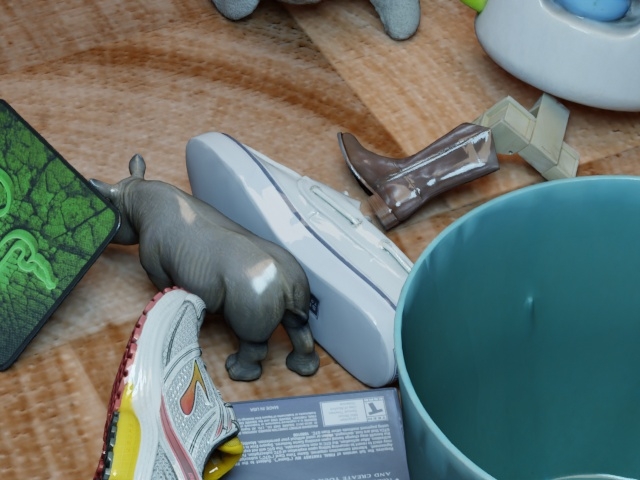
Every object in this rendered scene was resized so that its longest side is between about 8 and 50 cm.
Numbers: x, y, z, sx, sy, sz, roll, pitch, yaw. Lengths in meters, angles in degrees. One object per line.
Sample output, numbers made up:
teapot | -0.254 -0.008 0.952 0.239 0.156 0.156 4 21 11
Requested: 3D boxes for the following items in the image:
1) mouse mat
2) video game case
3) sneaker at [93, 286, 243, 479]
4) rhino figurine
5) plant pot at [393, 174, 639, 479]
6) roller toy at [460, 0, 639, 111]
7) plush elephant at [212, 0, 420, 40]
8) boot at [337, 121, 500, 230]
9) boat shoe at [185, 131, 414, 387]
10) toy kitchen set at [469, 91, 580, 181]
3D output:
mouse mat | -0.246 -0.008 1.448 0.152 0.007 0.189 -51 53 4
video game case | -0.024 0.213 1.264 0.196 0.026 0.274 -5 44 -5
sneaker | -0.100 0.126 1.292 0.092 0.088 0.225 15 44 -10
rhino figurine | -0.099 0.010 1.422 0.243 0.106 0.073 34 52 31
plant pot | 0.189 0.141 1.187 0.293 0.235 0.293 0 43 0
roller toy | 0.239 -0.210 1.598 0.209 0.146 0.191 -2 33 -33
plush elephant | 0.032 -0.301 1.677 0.330 0.255 0.272 22 -7 -22
boot | 0.081 -0.073 1.533 0.114 0.037 0.106 -32 60 4
boat shoe | 0.000 0.000 1.444 0.088 0.096 0.267 -25 50 -30
toy kitchen set | 0.163 -0.080 1.576 0.083 0.075 0.068 38 45 -18
